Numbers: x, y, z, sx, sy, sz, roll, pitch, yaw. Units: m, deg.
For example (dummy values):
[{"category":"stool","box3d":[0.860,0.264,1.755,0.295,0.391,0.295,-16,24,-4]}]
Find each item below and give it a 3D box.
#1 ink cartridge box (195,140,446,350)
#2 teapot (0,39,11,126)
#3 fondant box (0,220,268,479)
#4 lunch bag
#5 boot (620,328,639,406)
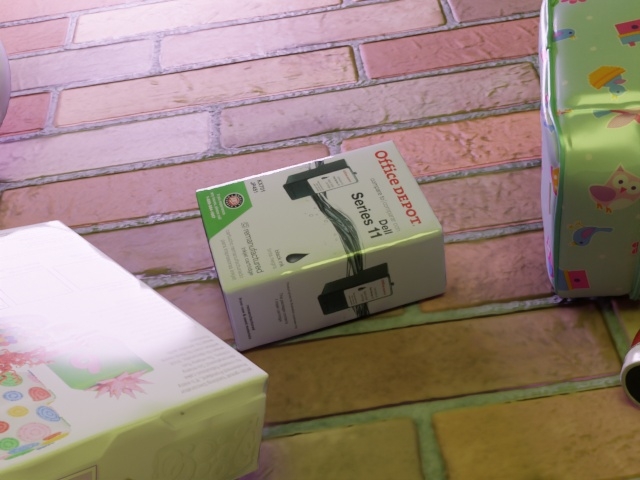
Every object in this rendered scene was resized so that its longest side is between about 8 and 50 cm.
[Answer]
[{"category":"ink cartridge box","box3d":[0.000,0.000,0.895,0.208,0.087,0.153,-15,43,-8]},{"category":"teapot","box3d":[-0.490,-0.160,1.095,0.256,0.187,0.253,-12,68,-27]},{"category":"fondant box","box3d":[-0.237,0.101,0.745,0.238,0.096,0.330,-14,31,-41]},{"category":"lunch bag","box3d":[0.257,-0.096,0.858,0.107,0.224,0.279,-1,49,14]},{"category":"boot","box3d":[0.386,0.081,0.743,0.244,0.088,0.176,15,46,29]}]
